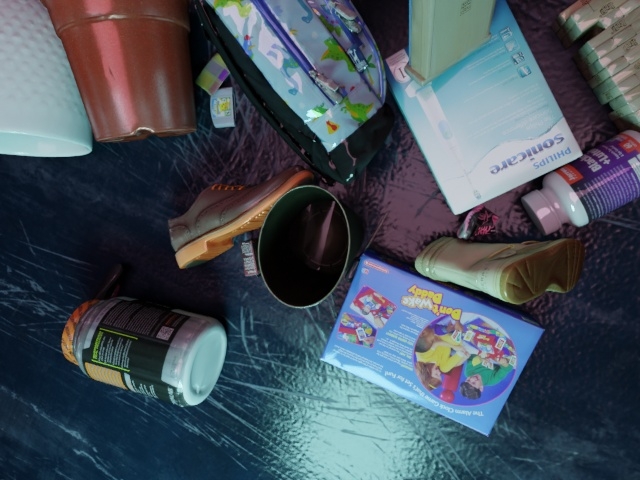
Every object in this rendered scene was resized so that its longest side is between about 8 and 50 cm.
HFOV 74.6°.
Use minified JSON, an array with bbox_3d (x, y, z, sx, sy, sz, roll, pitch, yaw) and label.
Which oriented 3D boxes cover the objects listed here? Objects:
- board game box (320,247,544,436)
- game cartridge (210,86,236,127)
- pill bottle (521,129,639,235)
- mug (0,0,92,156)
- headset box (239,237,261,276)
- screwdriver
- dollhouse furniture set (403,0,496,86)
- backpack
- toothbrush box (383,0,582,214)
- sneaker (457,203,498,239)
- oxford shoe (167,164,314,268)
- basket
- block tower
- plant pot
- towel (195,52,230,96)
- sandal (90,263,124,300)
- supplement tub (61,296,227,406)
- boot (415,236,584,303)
[{"bbox_3d":[0.204,0.190,0.820,0.347,0.078,0.233,23,102,7],"label":"board game box"},{"bbox_3d":[-0.213,-0.290,0.920,0.056,0.017,0.083,-1,96,19],"label":"game cartridge"},{"bbox_3d":[0.453,-0.090,0.714,0.193,0.108,0.108,-32,88,16],"label":"pill bottle"},{"bbox_3d":[-0.675,-0.365,0.927,0.374,0.276,0.328,1,92,46],"label":"mug"},{"bbox_3d":[-0.143,0.038,0.916,0.032,0.062,0.083,-10,93,17],"label":"headset box"},{"bbox_3d":[0.101,0.014,0.872,0.025,0.024,0.170,31,98,-21],"label":"screwdriver"},{"bbox_3d":[0.146,-0.445,0.619,0.286,0.198,0.303,-36,67,-4],"label":"dollhouse furniture set"},{"bbox_3d":[-0.038,-0.297,0.679,0.355,0.290,0.273,35,103,-15],"label":"backpack"},{"bbox_3d":[0.269,-0.223,0.739,0.216,0.126,0.295,-28,88,16],"label":"toothbrush box"},{"bbox_3d":[0.290,-0.028,0.761,0.057,0.119,0.047,37,133,16],"label":"sneaker"},{"bbox_3d":[-0.183,-0.075,0.883,0.364,0.130,0.132,-29,82,16],"label":"oxford shoe"},{"bbox_3d":[0.000,0.000,0.787,0.154,0.227,0.204,15,100,13],"label":"basket"},{"bbox_3d":[0.518,-0.255,0.687,0.097,0.091,0.335,-34,87,17],"label":"block tower"},{"bbox_3d":[-0.372,-0.342,0.843,0.272,0.272,0.265,-3,104,16],"label":"plant pot"},{"bbox_3d":[-0.229,-0.359,0.909,0.060,0.009,0.083,38,95,15],"label":"towel"},{"bbox_3d":[-0.525,0.128,1.036,0.040,0.067,0.179,30,107,-31],"label":"sandal"},{"bbox_3d":[-0.389,0.236,0.938,0.316,0.193,0.193,11,99,13],"label":"supplement tub"},{"bbox_3d":[0.325,0.039,0.759,0.203,0.262,0.095,12,109,55],"label":"boot"}]
